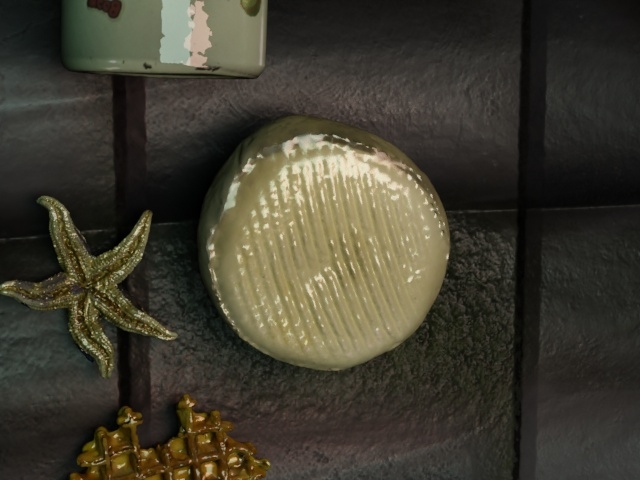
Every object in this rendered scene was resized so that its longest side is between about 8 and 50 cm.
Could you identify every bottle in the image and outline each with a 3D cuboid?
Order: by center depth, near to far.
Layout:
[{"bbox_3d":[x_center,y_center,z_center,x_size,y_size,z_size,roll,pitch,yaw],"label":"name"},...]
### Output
[{"bbox_3d":[-0.143,-0.337,1.295,0.229,0.229,0.352,1,94,-22],"label":"bottle"}]

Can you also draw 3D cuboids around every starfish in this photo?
[{"bbox_3d":[-0.235,0.037,1.389,0.176,0.053,0.208,-46,114,-11],"label":"starfish"}]

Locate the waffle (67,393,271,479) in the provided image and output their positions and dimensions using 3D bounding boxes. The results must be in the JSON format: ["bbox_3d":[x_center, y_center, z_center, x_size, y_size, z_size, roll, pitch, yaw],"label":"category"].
[{"bbox_3d":[-0.174,0.289,1.453,0.231,0.051,0.229,41,82,-23],"label":"waffle"}]

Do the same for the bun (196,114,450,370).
[{"bbox_3d":[0.000,0.000,1.431,0.287,0.146,0.287,-2,106,-8],"label":"bun"}]
